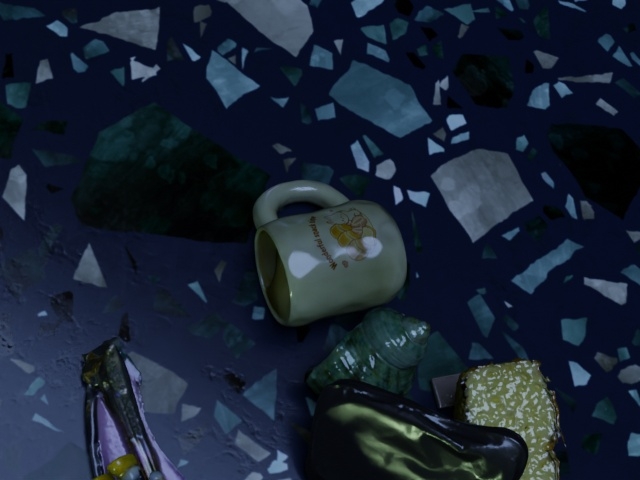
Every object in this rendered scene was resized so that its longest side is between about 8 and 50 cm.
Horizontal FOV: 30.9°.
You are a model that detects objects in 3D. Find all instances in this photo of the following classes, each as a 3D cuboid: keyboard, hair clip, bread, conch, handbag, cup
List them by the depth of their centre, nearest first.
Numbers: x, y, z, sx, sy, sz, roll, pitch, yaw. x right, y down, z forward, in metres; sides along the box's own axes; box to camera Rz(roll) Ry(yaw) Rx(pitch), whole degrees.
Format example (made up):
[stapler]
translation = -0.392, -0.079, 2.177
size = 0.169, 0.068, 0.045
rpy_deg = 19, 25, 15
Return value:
[hair clip]
translation = -0.268, 0.314, 1.686
size = 0.110, 0.095, 0.359
rpy_deg = -10, 78, -56
[handbag]
translation = 0.144, 0.326, 1.692
size = 0.332, 0.192, 0.075
rpy_deg = 16, 20, 15
[conch]
translation = 0.083, 0.184, 1.787
size = 0.188, 0.122, 0.176
rpy_deg = -54, 135, -1
[bread]
translation = 0.280, 0.315, 1.794
size = 0.160, 0.147, 0.261
rpy_deg = -5, 84, -10
[cup]
translation = 0.002, 0.019, 1.847
size = 0.202, 0.255, 0.173
rpy_deg = -13, 115, -19
[keyboard]
translation = 0.261, 0.239, 1.887
size = 0.166, 0.017, 0.055
rpy_deg = -8, 67, -19

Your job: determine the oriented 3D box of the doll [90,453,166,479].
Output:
[doll]
translation = -0.196, 0.436, 1.601
size = 0.145, 0.103, 0.316
rpy_deg = -38, 84, -4
